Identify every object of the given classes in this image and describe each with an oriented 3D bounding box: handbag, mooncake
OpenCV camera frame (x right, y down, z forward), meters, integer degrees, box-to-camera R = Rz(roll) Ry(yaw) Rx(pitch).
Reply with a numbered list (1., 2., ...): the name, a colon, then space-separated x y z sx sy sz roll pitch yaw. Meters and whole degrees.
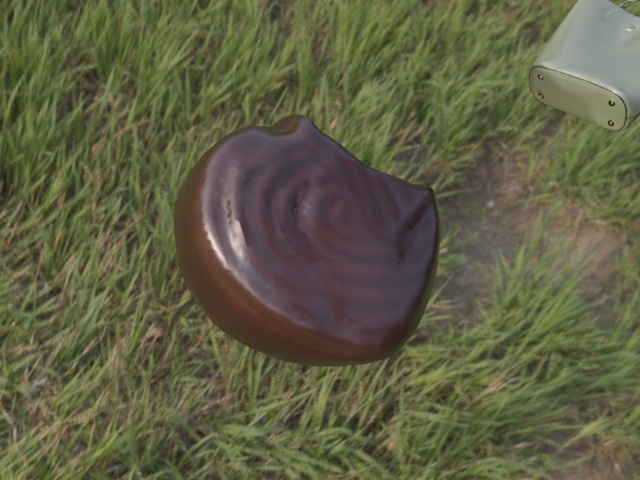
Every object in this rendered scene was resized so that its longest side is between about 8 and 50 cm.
1. handbag: 0.520 -0.345 1.544 0.241 0.109 0.315 30 70 28
2. mooncake: 0.000 0.000 1.099 0.333 0.174 0.326 -30 91 -24
